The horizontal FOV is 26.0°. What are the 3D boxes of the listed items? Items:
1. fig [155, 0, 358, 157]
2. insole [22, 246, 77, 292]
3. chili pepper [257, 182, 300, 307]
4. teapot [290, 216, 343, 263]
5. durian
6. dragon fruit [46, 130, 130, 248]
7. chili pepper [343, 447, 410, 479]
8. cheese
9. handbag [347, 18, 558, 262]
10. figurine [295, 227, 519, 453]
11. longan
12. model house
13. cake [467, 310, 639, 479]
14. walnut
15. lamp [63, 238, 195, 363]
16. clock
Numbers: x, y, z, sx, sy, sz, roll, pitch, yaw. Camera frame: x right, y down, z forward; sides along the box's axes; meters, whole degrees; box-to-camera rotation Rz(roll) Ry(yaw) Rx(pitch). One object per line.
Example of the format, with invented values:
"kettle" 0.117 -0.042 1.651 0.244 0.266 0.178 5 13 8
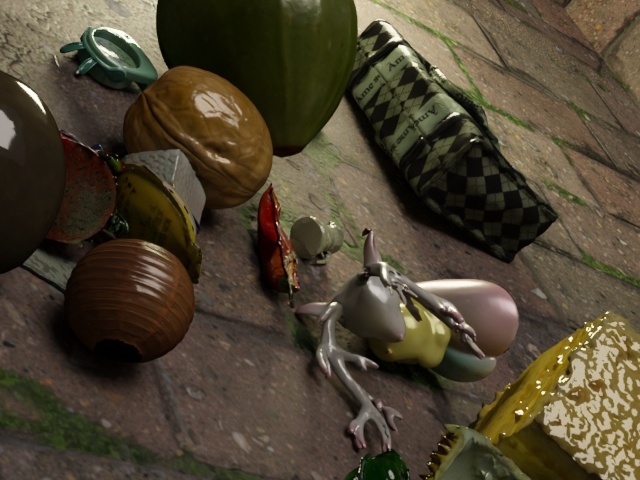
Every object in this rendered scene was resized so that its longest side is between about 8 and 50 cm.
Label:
"fig" -0.084 -0.274 2.008 0.316 0.316 0.316 33 26 -19
"insole" -0.279 0.040 1.512 0.193 0.006 0.065 33 26 -19
"chili pepper" -0.060 0.009 1.834 0.059 0.050 0.268 50 14 -37
"teapot" 0.000 0.000 1.943 0.083 0.057 0.067 0 85 -61
"durian" 0.190 0.315 1.599 0.252 0.139 0.144 43 28 -15
"dragon fruit" -0.296 -0.074 1.535 0.175 0.138 0.142 39 -27 48
"chili pepper" 0.066 0.294 1.547 0.108 0.062 0.216 49 24 0
"cheese" -0.220 -0.042 1.593 0.250 0.157 0.064 38 50 22
"handbag" 0.231 -0.181 2.462 0.316 0.180 0.416 31 20 -42
"figurine" 0.124 0.113 1.775 0.315 0.206 0.284 9 29 -43
"longan" -0.348 -0.073 1.377 0.196 0.196 0.220 24 43 -35
"model house" -0.198 -0.041 1.691 0.101 0.087 0.100 62 29 -50
"cake" 0.317 0.270 1.743 0.227 0.286 0.222 44 54 -1
"walnut" -0.154 -0.130 1.783 0.197 0.165 0.165 30 27 -27
"lamp" -0.198 0.063 1.442 0.136 0.136 0.136 33 26 -19
"clock" -0.297 -0.253 1.926 0.135 0.041 0.101 -1 49 -55
